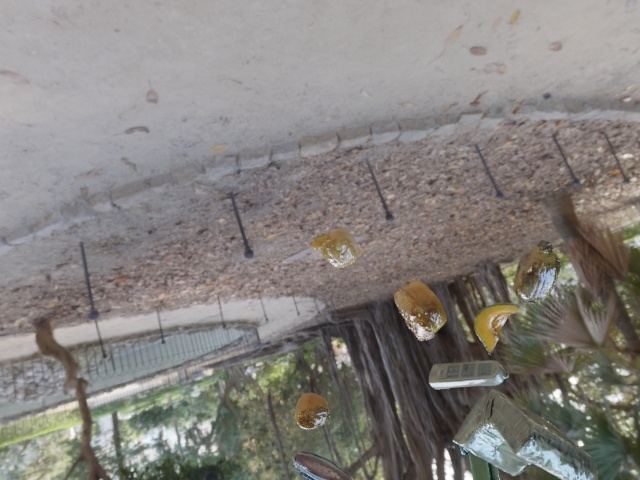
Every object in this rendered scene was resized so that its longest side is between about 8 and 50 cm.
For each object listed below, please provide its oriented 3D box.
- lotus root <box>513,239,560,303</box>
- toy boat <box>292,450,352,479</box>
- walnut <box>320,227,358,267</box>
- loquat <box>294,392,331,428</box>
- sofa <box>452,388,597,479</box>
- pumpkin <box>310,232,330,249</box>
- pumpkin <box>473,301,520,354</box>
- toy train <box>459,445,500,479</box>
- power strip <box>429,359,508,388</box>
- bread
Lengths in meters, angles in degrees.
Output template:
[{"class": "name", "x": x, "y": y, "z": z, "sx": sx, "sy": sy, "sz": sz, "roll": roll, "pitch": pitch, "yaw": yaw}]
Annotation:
[{"class": "lotus root", "x": 0.796, "y": 0.116, "z": 1.520, "sx": 0.145, "sy": 0.261, "sz": 0.128, "roll": -4, "pitch": -155, "yaw": -11}, {"class": "toy boat", "x": 0.015, "y": 0.766, "z": 1.367, "sx": 0.228, "sy": 0.080, "sz": 0.046, "roll": 15, "pitch": 142, "yaw": 23}, {"class": "walnut", "x": 0.105, "y": 0.043, "z": 2.270, "sx": 0.195, "sy": 0.222, "sz": 0.195, "roll": -33, "pitch": -164, "yaw": 10}, {"class": "loquat", "x": -0.029, "y": 0.637, "z": 1.541, "sx": 0.137, "sy": 0.113, "sz": 0.137, "roll": -4, "pitch": -161, "yaw": 1}, {"class": "sofa", "x": 0.469, "y": 0.494, "z": 0.967, "sx": 0.176, "sy": 0.210, "sz": 0.225, "roll": -58, "pitch": -172, "yaw": 2}, {"class": "pumpkin", "x": 0.000, "y": 0.000, "z": 1.781, "sx": 0.083, "sy": 0.054, "sz": 0.074, "roll": -35, "pitch": 175, "yaw": 8}, {"class": "pumpkin", "x": 0.713, "y": 0.334, "z": 1.753, "sx": 0.130, "sy": 0.149, "sz": 0.254, "roll": -58, "pitch": 169, "yaw": -65}, {"class": "toy train", "x": 0.568, "y": 0.789, "z": 1.431, "sx": 0.119, "sy": 0.299, "sz": 0.194, "roll": -15, "pitch": 152, "yaw": 27}, {"class": "power strip", "x": 0.491, "y": 0.454, "z": 1.397, "sx": 0.048, "sy": 0.080, "sz": 0.285, "roll": 43, "pitch": 140, "yaw": -23}, {"class": "bread", "x": 0.390, "y": 0.262, "z": 1.575, "sx": 0.143, "sy": 0.229, "sz": 0.139, "roll": -32, "pitch": 177, "yaw": -17}]
